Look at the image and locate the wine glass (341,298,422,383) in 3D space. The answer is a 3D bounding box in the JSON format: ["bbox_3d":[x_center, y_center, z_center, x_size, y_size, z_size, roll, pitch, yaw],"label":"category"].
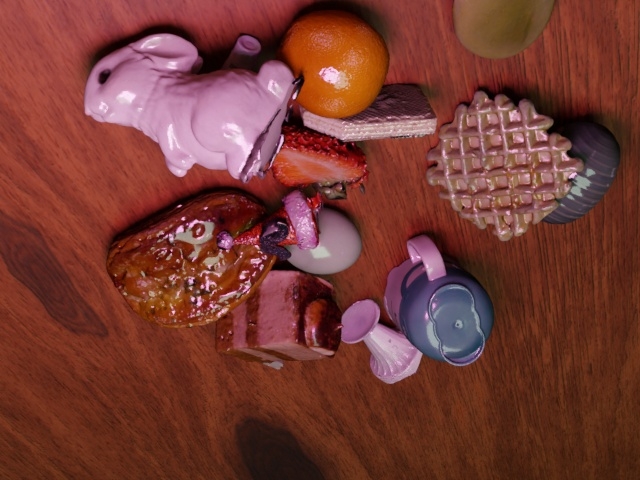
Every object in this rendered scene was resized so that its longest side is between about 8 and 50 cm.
[{"bbox_3d":[0.152,0.256,2.157,0.164,0.165,0.196,-34,128,21],"label":"wine glass"}]

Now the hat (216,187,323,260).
[{"bbox_3d":[-0.102,-0.024,1.717,0.227,0.129,0.140,-16,175,-6],"label":"hat"}]

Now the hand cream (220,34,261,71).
[{"bbox_3d":[-0.165,-0.311,1.600,0.076,0.047,0.174,10,140,-22],"label":"hand cream"}]

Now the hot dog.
[{"bbox_3d":[-0.277,0.041,1.829,0.387,0.174,0.267,-25,119,12],"label":"hot dog"}]

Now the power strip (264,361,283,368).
[{"bbox_3d":[-0.134,0.324,2.261,0.083,0.017,0.027,27,125,-33],"label":"power strip"}]

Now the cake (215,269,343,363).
[{"bbox_3d":[-0.076,0.168,1.913,0.292,0.199,0.196,-9,156,31],"label":"cake"}]

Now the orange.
[{"bbox_3d":[0.020,-0.320,1.525,0.205,0.206,0.206,-6,136,-6],"label":"orange"}]

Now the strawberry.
[{"bbox_3d":[-0.010,-0.174,1.693,0.188,0.106,0.286,-10,158,27],"label":"strawberry"}]

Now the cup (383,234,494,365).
[{"bbox_3d":[0.273,0.129,1.980,0.219,0.257,0.290,-19,106,-5],"label":"cup"}]

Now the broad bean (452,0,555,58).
[{"bbox_3d":[0.335,-0.434,1.525,0.188,0.121,0.263,0,137,-7],"label":"broad bean"}]

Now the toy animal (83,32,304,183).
[{"bbox_3d":[-0.232,-0.248,1.487,0.357,0.194,0.258,28,92,6],"label":"toy animal"}]

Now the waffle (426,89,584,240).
[{"bbox_3d":[0.369,-0.153,1.753,0.291,0.056,0.309,41,132,5],"label":"waffle"}]

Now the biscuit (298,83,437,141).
[{"bbox_3d":[0.088,-0.252,1.634,0.252,0.150,0.052,-4,128,-6],"label":"biscuit"}]

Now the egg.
[{"bbox_3d":[0.000,0.000,1.866,0.192,0.149,0.149,11,132,-13],"label":"egg"}]

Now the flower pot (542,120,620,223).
[{"bbox_3d":[0.531,-0.146,1.806,0.157,0.189,0.243,36,123,-2],"label":"flower pot"}]
